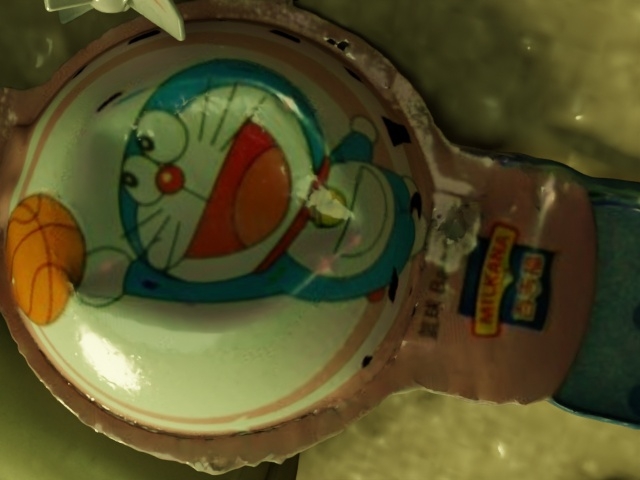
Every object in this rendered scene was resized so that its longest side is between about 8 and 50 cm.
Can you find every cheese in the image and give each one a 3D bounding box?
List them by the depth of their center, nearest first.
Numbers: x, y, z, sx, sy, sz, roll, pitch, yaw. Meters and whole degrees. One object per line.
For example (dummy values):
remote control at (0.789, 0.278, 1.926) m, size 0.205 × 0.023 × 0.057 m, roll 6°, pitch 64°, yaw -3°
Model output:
cheese at (0.000, 0.000, 0.463) m, size 0.286 × 0.074 × 0.189 m, roll 13°, pitch 81°, yaw 3°

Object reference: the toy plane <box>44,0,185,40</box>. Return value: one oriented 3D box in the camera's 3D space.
toy plane at (-0.083, -0.160, 0.436) m, size 0.162 × 0.065 × 0.171 m, roll 15°, pitch 112°, yaw 42°

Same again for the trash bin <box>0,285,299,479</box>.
trash bin at (-0.176, 0.101, 0.542) m, size 0.247 × 0.121 × 0.243 m, roll 33°, pitch 124°, yaw -18°
